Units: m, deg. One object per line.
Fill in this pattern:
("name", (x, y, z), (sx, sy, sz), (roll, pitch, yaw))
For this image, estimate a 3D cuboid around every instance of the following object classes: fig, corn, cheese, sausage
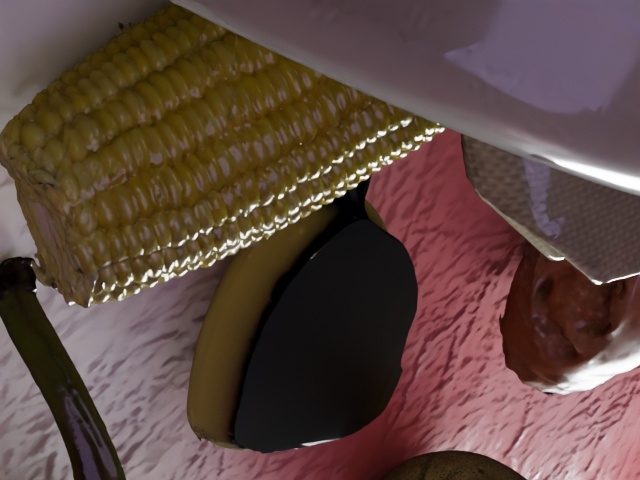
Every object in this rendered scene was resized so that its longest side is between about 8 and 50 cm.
("fig", (-0.079, 0.111, 0.691), (0.124, 0.124, 0.236), (-21, 126, -30))
("corn", (-0.022, -0.044, 0.617), (0.165, 0.063, 0.085), (-29, 136, -20))
("cheese", (0.000, 0.001, 0.709), (0.086, 0.036, 0.162), (-7, 123, -34))
("sausage", (0.180, -0.066, 0.787), (0.327, 0.079, 0.087), (-53, 170, 11))

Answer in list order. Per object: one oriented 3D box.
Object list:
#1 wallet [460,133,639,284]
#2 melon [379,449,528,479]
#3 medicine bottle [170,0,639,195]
("wallet", (0.147, -0.143, 0.622), (0.274, 0.068, 0.335), (-22, 119, -22))
("melon", (0.061, 0.143, 0.863), (0.098, 0.098, 0.131), (-39, 139, -9))
("medicine bottle", (0.071, -0.199, 0.412), (0.208, 0.208, 0.340), (11, 107, -50))
